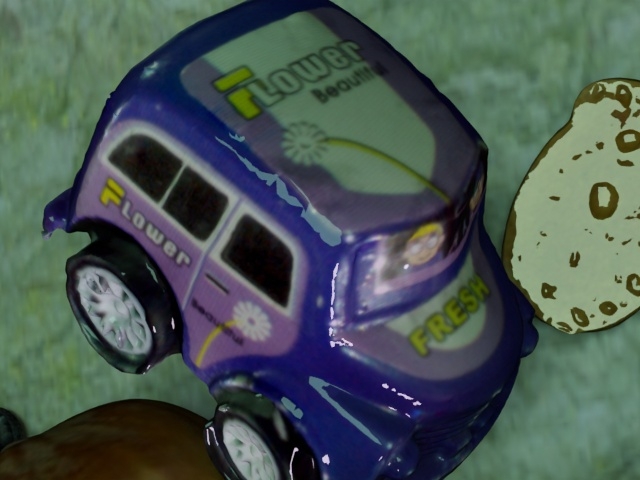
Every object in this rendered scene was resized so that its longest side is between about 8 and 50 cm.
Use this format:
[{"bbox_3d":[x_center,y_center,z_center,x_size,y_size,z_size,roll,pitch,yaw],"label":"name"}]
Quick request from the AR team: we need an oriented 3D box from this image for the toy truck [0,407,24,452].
[{"bbox_3d":[-0.300,0.103,0.591,0.252,0.107,0.114,33,93,18],"label":"toy truck"}]

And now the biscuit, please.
[{"bbox_3d":[0.162,-0.011,0.527,0.118,0.023,0.140,36,92,16],"label":"biscuit"}]

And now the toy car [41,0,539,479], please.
[{"bbox_3d":[0.000,0.000,0.465,0.235,0.158,0.172,44,51,12],"label":"toy car"}]

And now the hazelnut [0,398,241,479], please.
[{"bbox_3d":[-0.102,0.170,0.493,0.182,0.182,0.182,-2,82,15],"label":"hazelnut"}]
